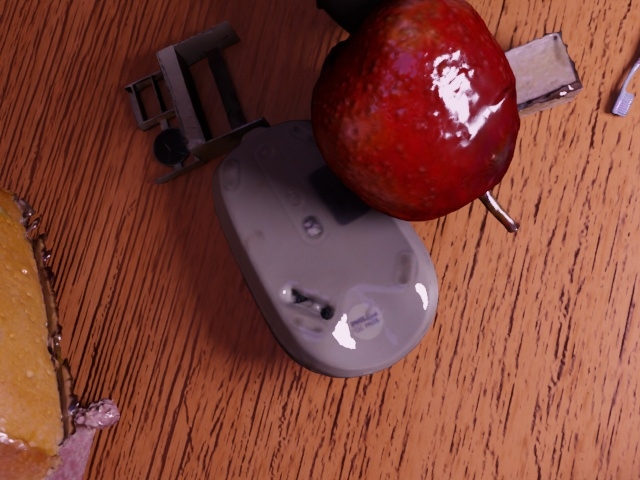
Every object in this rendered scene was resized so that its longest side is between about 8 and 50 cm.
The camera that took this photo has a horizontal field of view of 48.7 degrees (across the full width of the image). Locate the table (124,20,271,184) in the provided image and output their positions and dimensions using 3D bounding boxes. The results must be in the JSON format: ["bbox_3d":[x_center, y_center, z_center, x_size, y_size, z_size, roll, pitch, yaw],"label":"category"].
[{"bbox_3d":[-0.167,-0.176,0.915,0.175,0.062,0.146,-23,74,7],"label":"table"}]

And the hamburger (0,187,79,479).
[{"bbox_3d":[-0.482,0.100,0.798,0.268,0.287,0.446,-36,51,12],"label":"hamburger"}]

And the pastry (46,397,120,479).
[{"bbox_3d":[-0.338,0.299,0.848,0.112,0.103,0.265,25,84,11],"label":"pastry"}]

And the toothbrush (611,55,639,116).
[{"bbox_3d":[0.377,-0.227,0.799,0.019,0.013,0.193,27,88,12],"label":"toothbrush"}]

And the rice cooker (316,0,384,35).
[{"bbox_3d":[0.063,-0.308,0.815,0.142,0.203,0.118,41,121,-8],"label":"rice cooker"}]

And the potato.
[{"bbox_3d":[0.225,-0.179,0.808,0.122,0.061,0.086,-19,75,13],"label":"potato"}]

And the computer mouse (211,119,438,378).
[{"bbox_3d":[0.000,0.002,0.818,0.197,0.095,0.331,-26,64,-7],"label":"computer mouse"}]

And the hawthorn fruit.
[{"bbox_3d":[0.108,-0.108,0.719,0.210,0.230,0.266,-36,98,-5],"label":"hawthorn fruit"}]
